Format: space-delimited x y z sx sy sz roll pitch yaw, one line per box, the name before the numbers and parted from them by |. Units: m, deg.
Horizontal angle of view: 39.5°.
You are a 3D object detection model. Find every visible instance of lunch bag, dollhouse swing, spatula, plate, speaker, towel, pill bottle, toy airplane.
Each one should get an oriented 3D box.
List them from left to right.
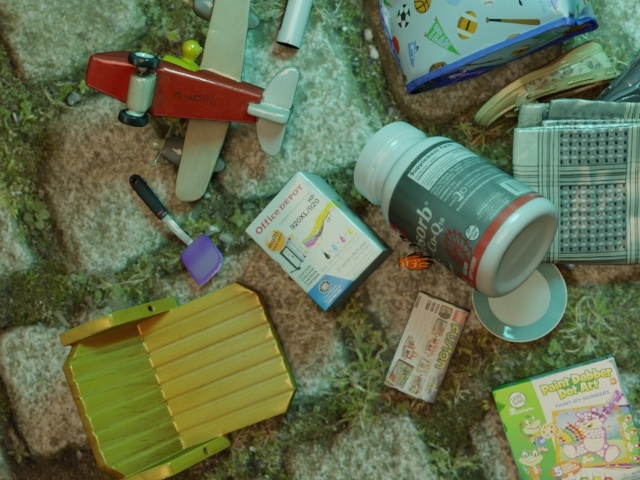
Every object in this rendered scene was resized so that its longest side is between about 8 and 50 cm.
spatula | -0.322 -0.035 1.947 0.084 0.030 0.296 -42 82 7
dollhouse swing | -0.278 0.279 1.817 0.305 0.315 0.346 -24 84 31
toy airplane | -0.233 -0.316 1.839 0.386 0.272 0.384 -34 121 1
speaker | -0.052 -0.475 1.881 0.055 0.055 0.136 16 94 11
pill bottle | 0.248 -0.069 1.695 0.363 0.210 0.210 38 98 33
lunch bag | 0.291 -0.491 1.715 0.386 0.239 0.327 -18 87 34
plate | 0.401 0.111 1.800 0.188 0.024 0.188 0 90 13
towel | 0.524 -0.109 1.701 0.313 0.056 0.324 1 103 9

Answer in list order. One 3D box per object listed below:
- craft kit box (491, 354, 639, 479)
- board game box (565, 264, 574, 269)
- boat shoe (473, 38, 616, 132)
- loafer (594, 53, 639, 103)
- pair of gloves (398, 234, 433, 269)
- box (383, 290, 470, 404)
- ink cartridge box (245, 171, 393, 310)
craft kit box | 0.496 0.378 1.766 0.250 0.061 0.246 -19 83 11
board game box | 0.477 -0.030 1.784 0.154 0.026 0.103 42 98 9
boat shoe | 0.439 -0.291 1.753 0.285 0.104 0.089 -30 84 9
loafer | 0.621 -0.296 1.722 0.109 0.095 0.302 32 118 -22
pair of gloves | 0.199 0.019 1.849 0.074 0.010 0.083 3 90 12
box | 0.218 0.220 1.831 0.114 0.036 0.206 22 94 11
ink cartridge box | 0.000 0.000 1.809 0.233 0.168 0.171 45 99 9
